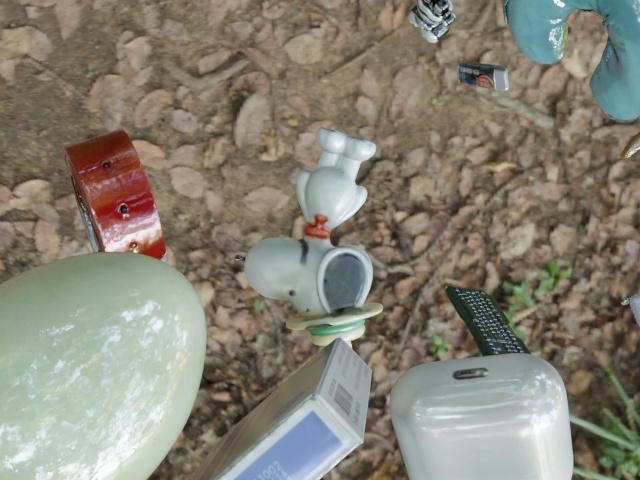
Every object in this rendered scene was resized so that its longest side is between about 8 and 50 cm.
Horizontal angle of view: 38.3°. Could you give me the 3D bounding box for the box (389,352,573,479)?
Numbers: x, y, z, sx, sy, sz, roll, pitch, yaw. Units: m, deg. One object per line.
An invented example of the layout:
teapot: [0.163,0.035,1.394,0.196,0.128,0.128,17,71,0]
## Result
box: [0.276,0.331,1.562,0.289,0.141,0.349,-9,133,10]

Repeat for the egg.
egg: [-0.196,0.114,0.700,0.254,0.188,0.188,-43,120,1]

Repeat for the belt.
belt: [-0.358,-0.050,1.620,0.115,0.227,0.324,-19,148,-16]

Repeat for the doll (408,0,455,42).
doll: [0.209,-0.426,1.732,0.091,0.219,0.067,45,93,2]

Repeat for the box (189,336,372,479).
box: [-0.043,0.207,0.953,0.200,0.343,0.065,-41,89,5]

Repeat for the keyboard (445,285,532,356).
keyboard: [0.313,0.164,1.680,0.106,0.262,0.016,10,119,-21]

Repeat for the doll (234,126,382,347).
doll: [0.021,0.000,1.237,0.208,0.144,0.271,34,96,0]

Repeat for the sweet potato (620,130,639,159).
sweet potato: [0.583,-0.193,1.497,0.214,0.050,0.050,-22,113,4]

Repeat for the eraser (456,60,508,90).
eraser: [0.190,-0.195,1.088,0.019,0.099,0.027,-23,116,-24]

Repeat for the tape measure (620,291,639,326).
tape measure: [0.528,0.126,1.244,0.105,0.178,0.196,18,44,-49]

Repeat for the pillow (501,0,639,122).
pillow: [0.293,-0.246,1.013,0.086,0.233,0.214,-40,157,-27]
